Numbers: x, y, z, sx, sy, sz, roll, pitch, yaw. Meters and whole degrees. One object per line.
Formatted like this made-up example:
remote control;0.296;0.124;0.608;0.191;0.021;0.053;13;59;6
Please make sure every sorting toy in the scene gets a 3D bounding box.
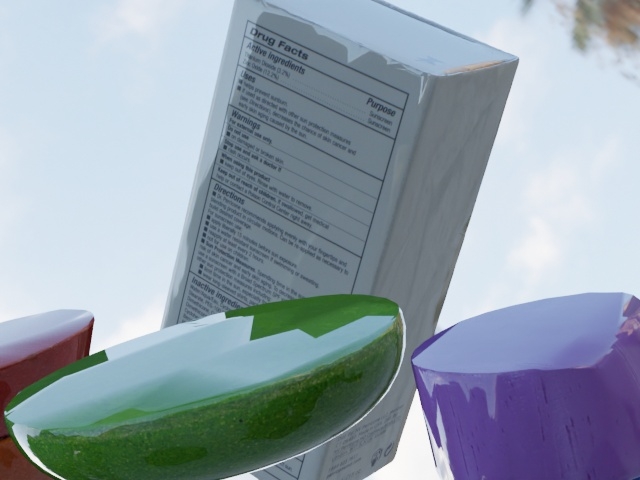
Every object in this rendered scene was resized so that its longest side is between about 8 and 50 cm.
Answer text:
sorting toy;-0.041;0.093;0.469;0.127;0.366;0.126;-22;-78;-46

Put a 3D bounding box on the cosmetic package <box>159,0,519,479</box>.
cosmetic package;0.000;0.000;0.943;0.113;0.160;0.309;-17;-50;-53
